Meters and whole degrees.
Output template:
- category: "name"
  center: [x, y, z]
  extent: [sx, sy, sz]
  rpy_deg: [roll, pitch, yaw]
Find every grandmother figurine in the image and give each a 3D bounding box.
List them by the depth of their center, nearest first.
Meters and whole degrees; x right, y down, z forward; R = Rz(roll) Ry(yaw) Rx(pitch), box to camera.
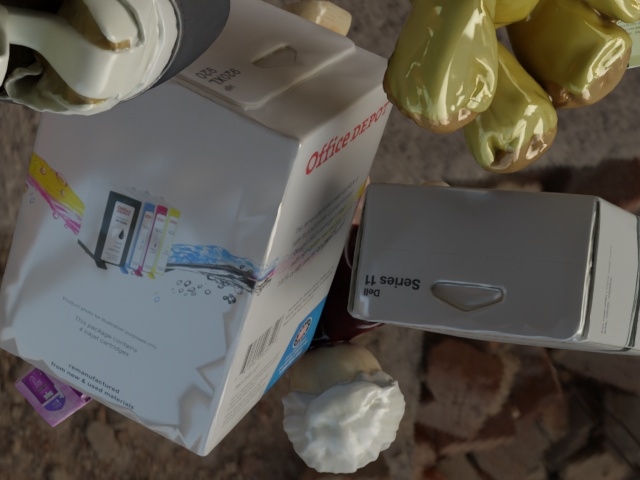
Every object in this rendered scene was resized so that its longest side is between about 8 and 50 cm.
- category: "grandmother figurine"
  center: [0.000, 0.000, 1.095]
  extent: [0.207, 0.104, 0.342]
  rpy_deg: [-12, 79, 22]

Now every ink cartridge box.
- category: "ink cartridge box"
  center: [0.131, 0.022, 0.933]
  extent: [0.153, 0.208, 0.087]
  rpy_deg: [5, 86, 27]
- category: "ink cartridge box"
  center: [-0.079, -0.025, 0.947]
  extent: [0.168, 0.171, 0.233]
  rpy_deg: [26, 119, 13]

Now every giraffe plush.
- category: "giraffe plush"
  center: [0.067, -0.164, 0.823]
  extent: [0.181, 0.170, 0.210]
  rpy_deg: [-45, 136, -6]

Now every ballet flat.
- category: "ballet flat"
  center: [-0.107, -0.069, 0.497]
  extent: [0.203, 0.074, 0.074]
  rpy_deg: [1, 112, -38]

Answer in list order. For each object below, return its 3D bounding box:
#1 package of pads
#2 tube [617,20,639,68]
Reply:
- category: "package of pads"
  center: [-0.202, 0.110, 1.143]
  extent: [0.050, 0.083, 0.032]
  rpy_deg: [47, 55, -5]
- category: "tube"
  center: [0.198, -0.239, 1.048]
  extent: [0.070, 0.062, 0.240]
  rpy_deg: [-7, 100, 31]
